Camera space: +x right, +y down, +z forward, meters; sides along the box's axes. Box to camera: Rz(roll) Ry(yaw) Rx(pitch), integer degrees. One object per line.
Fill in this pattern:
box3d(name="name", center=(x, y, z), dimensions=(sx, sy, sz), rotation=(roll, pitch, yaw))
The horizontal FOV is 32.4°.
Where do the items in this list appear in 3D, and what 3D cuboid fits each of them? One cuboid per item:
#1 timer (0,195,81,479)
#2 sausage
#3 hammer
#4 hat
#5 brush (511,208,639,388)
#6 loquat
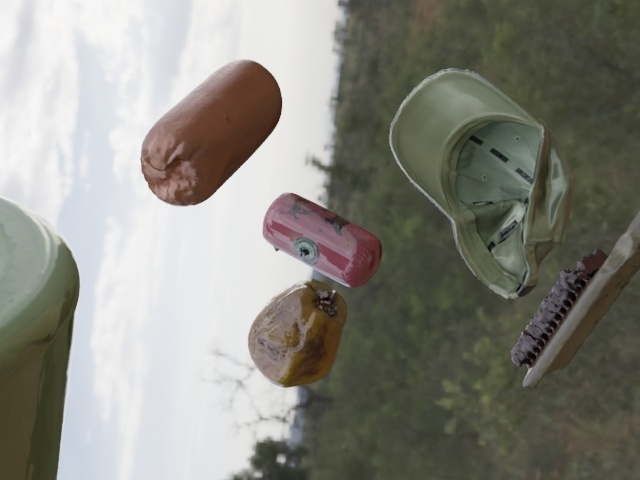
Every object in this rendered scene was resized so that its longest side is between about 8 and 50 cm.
box3d(name="timer", center=(-0.256, 0.156, 0.537), dimensions=(0.290, 0.291, 0.315), rotation=(-80, -7, -66))
box3d(name="sausage", center=(-0.039, -0.041, 0.409), dimensions=(0.083, 0.034, 0.034), rotation=(-54, -25, -56))
box3d(name="hammer", center=(0.000, 0.000, 0.717), dimensions=(0.043, 0.083, 0.043), rotation=(-48, -25, -31))
box3d(name="hat", center=(0.124, -0.050, 0.842), dimensions=(0.122, 0.166, 0.081), rotation=(-49, 6, 16))
box3d(name="brush", center=(0.183, 0.008, 0.691), dimensions=(0.043, 0.036, 0.248), rotation=(-28, -26, -37))
box3d(name="loquat", center=(-0.024, 0.110, 1.334), dimensions=(0.137, 0.113, 0.137), rotation=(-51, -9, -12))
